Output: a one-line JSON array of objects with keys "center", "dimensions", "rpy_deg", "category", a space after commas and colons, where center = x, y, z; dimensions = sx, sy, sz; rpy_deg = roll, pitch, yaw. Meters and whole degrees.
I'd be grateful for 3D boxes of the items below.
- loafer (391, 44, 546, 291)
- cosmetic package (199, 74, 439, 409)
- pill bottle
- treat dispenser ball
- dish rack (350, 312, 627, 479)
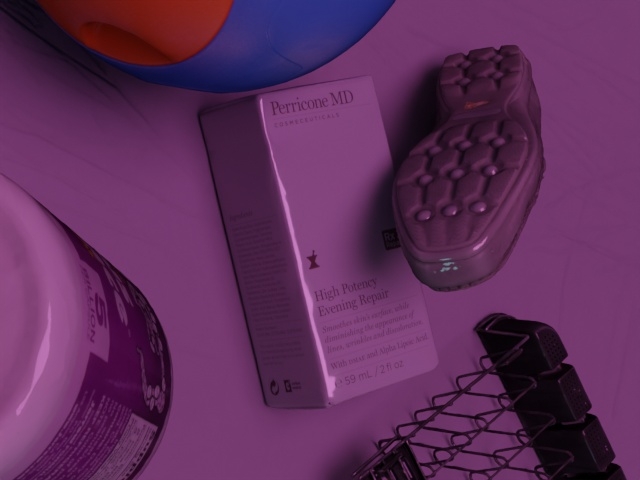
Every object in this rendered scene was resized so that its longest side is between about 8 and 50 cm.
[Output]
[{"center": [0.126, -0.047, 1.015], "dimensions": [0.319, 0.112, 0.111], "rpy_deg": [-65, 144, -56], "category": "loafer"}, {"center": [0.000, 0.000, 0.986], "dimensions": [0.117, 0.085, 0.231], "rpy_deg": [-15, 93, -38], "category": "cosmetic package"}, {"center": [-0.173, 0.070, 0.706], "dimensions": [0.169, 0.301, 0.169], "rpy_deg": [-1, 76, 6], "category": "pill bottle"}, {"center": [-0.067, -0.239, 0.844], "dimensions": [0.288, 0.288, 0.288], "rpy_deg": [7, 79, -36], "category": "treat dispenser ball"}, {"center": [0.133, 0.204, 1.065], "dimensions": [0.271, 0.074, 0.208], "rpy_deg": [-34, 102, -34], "category": "dish rack"}]
